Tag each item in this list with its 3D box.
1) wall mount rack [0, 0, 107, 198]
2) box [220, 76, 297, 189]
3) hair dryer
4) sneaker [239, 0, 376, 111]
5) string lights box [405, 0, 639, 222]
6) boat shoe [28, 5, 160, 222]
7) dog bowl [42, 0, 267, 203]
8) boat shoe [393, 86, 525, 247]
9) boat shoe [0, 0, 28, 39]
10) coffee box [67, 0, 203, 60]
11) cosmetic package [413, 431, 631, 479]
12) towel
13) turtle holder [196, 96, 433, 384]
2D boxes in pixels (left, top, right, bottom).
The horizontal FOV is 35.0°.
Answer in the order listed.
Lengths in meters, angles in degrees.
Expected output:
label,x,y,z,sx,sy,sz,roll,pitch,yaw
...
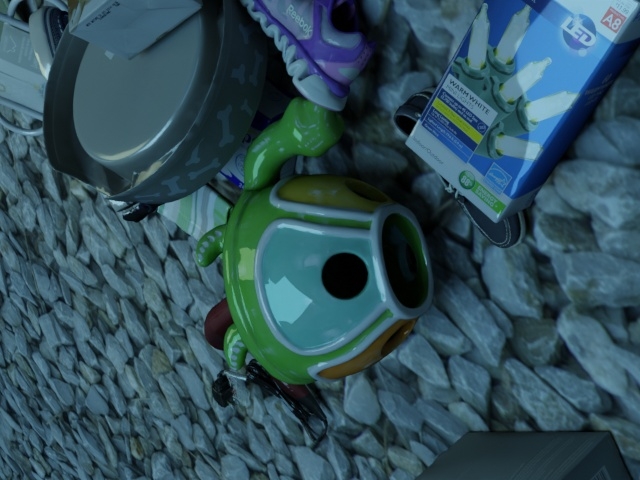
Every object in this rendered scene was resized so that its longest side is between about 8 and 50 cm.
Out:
label,x,y,z,sx,sy,sz,roll,pitch,yaw
wall mount rack,-0.446,-0.228,1.665,0.304,0.130,0.350,22,142,-10
box,-0.096,-0.147,1.356,0.126,0.072,0.137,36,136,26
hair dryer,-0.080,0.168,1.572,0.223,0.080,0.293,14,131,24
sneaker,-0.012,-0.263,1.179,0.104,0.095,0.236,-45,61,24
string lights box,0.201,-0.160,0.978,0.133,0.076,0.260,43,130,20
boat shoe,-0.283,-0.210,1.483,0.158,0.127,0.340,-25,96,17
dog bowl,-0.209,-0.205,1.290,0.348,0.102,0.349,-16,65,37
boat shoe,0.151,-0.072,1.134,0.206,0.065,0.075,58,142,2
boat shoe,-0.535,-0.377,1.705,0.069,0.081,0.228,-97,-11,-58
coffee box,-0.230,-0.365,1.223,0.141,0.098,0.246,-26,61,34
cosmetic package,0.243,0.303,1.232,0.238,0.127,0.107,-18,101,54
towel,-0.197,-0.049,1.576,0.152,0.023,0.113,36,137,28
turtle holder,0.011,0.011,1.249,0.227,0.243,0.320,-13,64,36
